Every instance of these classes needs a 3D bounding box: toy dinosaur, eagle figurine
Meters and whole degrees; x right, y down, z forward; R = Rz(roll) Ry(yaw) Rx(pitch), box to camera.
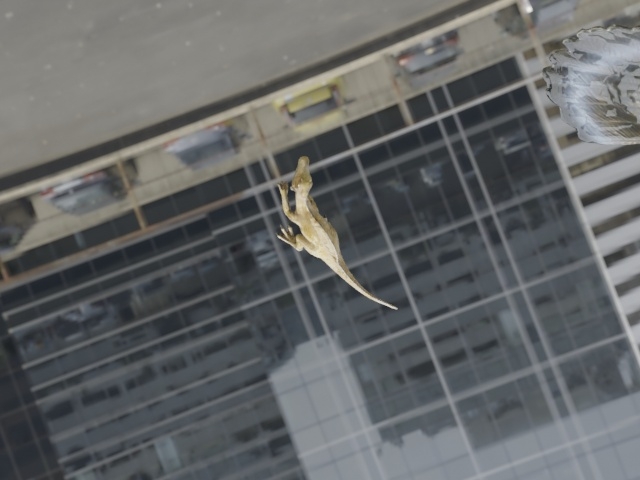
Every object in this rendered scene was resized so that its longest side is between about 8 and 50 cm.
[{"bbox_3d":[0.000,0.000,1.044,0.053,0.183,0.092,-36,-153,-10],"label":"toy dinosaur"},{"bbox_3d":[0.318,-0.059,0.742,0.225,0.298,0.226,-28,144,6],"label":"eagle figurine"}]
